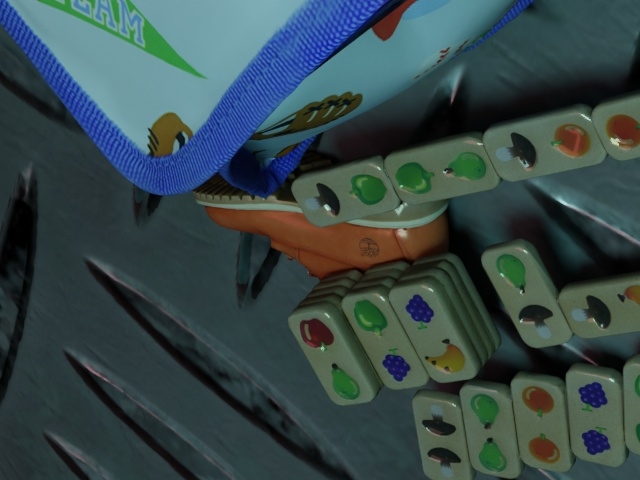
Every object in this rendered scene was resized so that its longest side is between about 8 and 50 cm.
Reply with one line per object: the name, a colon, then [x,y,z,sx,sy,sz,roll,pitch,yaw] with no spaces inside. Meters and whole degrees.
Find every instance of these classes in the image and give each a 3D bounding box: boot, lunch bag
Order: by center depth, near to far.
lunch bag: [-0.056,-0.194,0.666,0.328,0.239,0.385,53,-179,1]
boot: [0.000,0.000,0.990,0.158,0.059,0.085,11,125,37]

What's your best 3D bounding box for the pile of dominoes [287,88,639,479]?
pile of dominoes: [0.103,0.039,0.890,0.251,0.040,0.196,-12,115,38]
